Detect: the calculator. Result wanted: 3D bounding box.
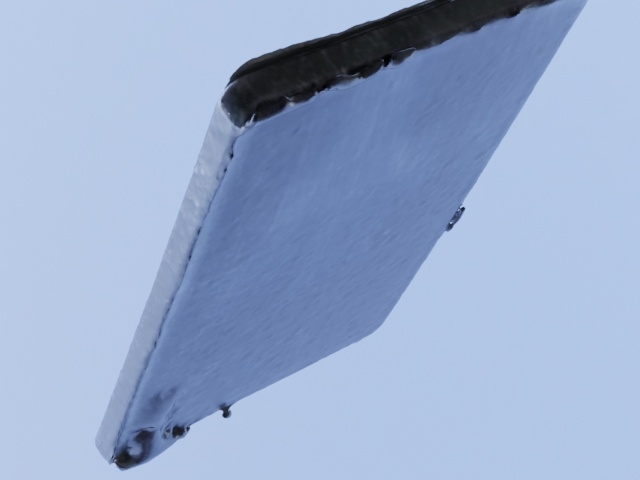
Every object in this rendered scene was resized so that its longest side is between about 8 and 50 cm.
[{"bbox_3d":[0.000,0.000,0.582,0.161,0.262,0.021,-24,-112,-32],"label":"calculator"}]
